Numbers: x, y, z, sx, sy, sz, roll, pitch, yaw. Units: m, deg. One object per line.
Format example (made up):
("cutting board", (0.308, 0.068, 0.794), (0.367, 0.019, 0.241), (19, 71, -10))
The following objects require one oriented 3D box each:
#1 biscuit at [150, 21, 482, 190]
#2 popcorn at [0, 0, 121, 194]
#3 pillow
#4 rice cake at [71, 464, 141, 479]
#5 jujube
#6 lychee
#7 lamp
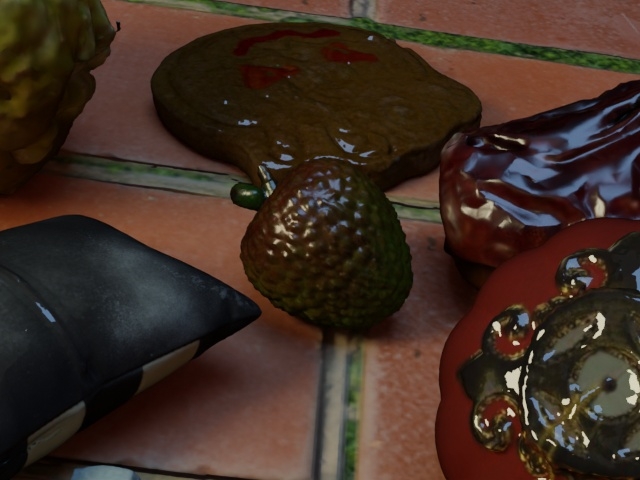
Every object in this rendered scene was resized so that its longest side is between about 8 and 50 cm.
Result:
("biscuit", (-0.005, -0.130, 1.052), (0.273, 0.049, 0.257), (-22, 46, -34))
("popcorn", (-0.291, -0.164, 0.841), (0.282, 0.282, 0.247), (-17, 72, -31))
("pillow", (-0.179, 0.056, 0.707), (0.186, 0.106, 0.250), (22, 35, 30))
("rice cake", (-0.142, 0.205, 0.563), (0.045, 0.042, 0.245), (4, 33, 13))
("jujube", (0.254, -0.030, 0.854), (0.342, 0.216, 0.216), (-2, 36, -1))
("lychee", (0.000, 0.000, 0.819), (0.146, 0.114, 0.114), (42, 44, 10))
("lamp", (0.176, 0.098, 0.649), (0.227, 0.227, 0.227), (6, 36, -4))
